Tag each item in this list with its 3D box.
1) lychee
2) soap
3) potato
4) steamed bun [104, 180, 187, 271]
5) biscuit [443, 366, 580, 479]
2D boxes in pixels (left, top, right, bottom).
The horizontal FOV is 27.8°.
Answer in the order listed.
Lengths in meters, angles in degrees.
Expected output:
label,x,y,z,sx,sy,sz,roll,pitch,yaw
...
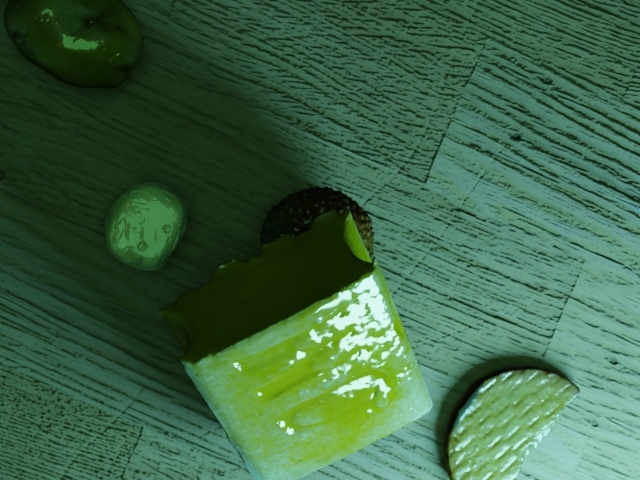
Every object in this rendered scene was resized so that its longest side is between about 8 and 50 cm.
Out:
label,x,y,z,sx,sy,sz,roll,pitch,yaw
lychee,0.000,0.000,1.889,0.165,0.197,0.165,8,106,27
soap,-0.026,0.158,1.794,0.293,0.156,0.335,-26,134,-4
potato,-0.354,-0.305,1.871,0.200,0.137,0.154,39,86,-1
steamed bun,-0.257,-0.022,1.894,0.112,0.091,0.130,23,84,-8
biscuit,0.290,0.282,1.959,0.228,0.031,0.176,-16,91,-6
